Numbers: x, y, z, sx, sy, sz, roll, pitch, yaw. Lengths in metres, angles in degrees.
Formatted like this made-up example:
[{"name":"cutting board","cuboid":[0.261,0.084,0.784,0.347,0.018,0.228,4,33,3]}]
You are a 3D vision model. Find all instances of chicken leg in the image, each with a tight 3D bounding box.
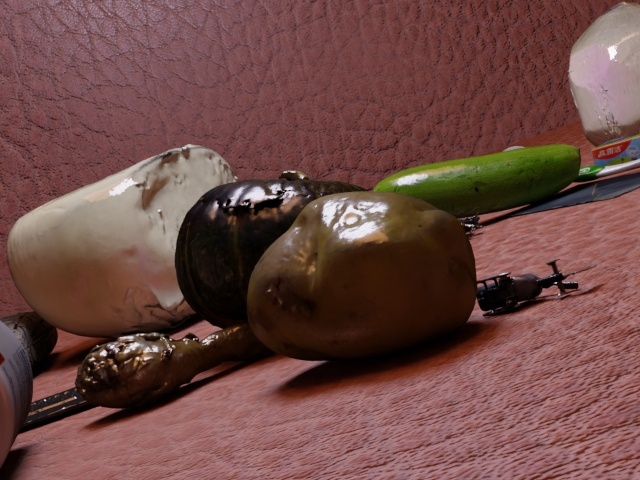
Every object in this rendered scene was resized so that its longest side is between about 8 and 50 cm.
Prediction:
[{"name":"chicken leg","cuboid":[-0.134,0.116,1.278,0.197,0.069,0.085,-14,-22,-24]}]

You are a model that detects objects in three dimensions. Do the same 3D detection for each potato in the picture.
[{"name":"potato","cuboid":[0.035,0.033,1.102,0.200,0.137,0.155,-15,36,38]}]

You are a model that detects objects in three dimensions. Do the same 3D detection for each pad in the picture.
[{"name":"pad","cuboid":[0.361,-0.066,1.760,0.163,0.004,0.243,-22,5,-30]}]

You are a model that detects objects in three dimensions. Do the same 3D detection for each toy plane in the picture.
[{"name":"toy plane","cuboid":[0.169,0.038,1.105,0.120,0.031,0.049,-19,-5,44]}]

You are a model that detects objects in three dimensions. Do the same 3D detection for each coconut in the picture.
[{"name":"coconut","cuboid":[0.489,-0.254,2.060,0.227,0.230,0.227,-18,6,2]}]

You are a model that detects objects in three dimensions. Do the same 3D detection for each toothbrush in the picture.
[{"name":"toothbrush","cuboid":[0.365,-0.090,1.875,0.304,0.030,0.030,-19,3,34]}]

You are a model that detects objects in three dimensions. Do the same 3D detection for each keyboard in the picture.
[{"name":"keyboard","cuboid":[-0.235,0.159,1.409,0.262,0.016,0.106,-19,4,0]}]

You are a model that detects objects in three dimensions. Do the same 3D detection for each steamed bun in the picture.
[{"name":"steamed bun","cuboid":[-0.271,0.019,1.916,0.312,0.233,0.334,-19,6,45]}]

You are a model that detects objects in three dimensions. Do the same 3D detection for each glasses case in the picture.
[{"name":"glasses case","cuboid":[-0.464,0.160,1.931,0.137,0.085,0.355,-18,4,-1]}]

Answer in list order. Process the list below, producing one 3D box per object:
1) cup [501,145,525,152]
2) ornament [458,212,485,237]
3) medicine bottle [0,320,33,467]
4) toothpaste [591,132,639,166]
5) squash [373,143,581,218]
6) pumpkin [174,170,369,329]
[{"name":"cup","cuboid":[0.279,-0.086,2.014,0.104,0.074,0.116,-43,-1,23]},{"name":"ornament","cuboid":[0.170,-0.012,1.752,0.073,0.028,0.125,-19,3,-14]},{"name":"medicine bottle","cuboid":[-0.339,0.138,1.185,0.157,0.157,0.288,-19,4,-7]},{"name":"toothpaste","cuboid":[0.470,-0.133,1.856,0.193,0.044,0.070,-16,5,40]},{"name":"squash","cuboid":[0.217,-0.076,1.819,0.292,0.082,0.082,-10,4,-2]},{"name":"pumpkin","cuboid":[-0.037,0.008,1.376,0.237,0.159,0.238,-5,-12,-1]}]
